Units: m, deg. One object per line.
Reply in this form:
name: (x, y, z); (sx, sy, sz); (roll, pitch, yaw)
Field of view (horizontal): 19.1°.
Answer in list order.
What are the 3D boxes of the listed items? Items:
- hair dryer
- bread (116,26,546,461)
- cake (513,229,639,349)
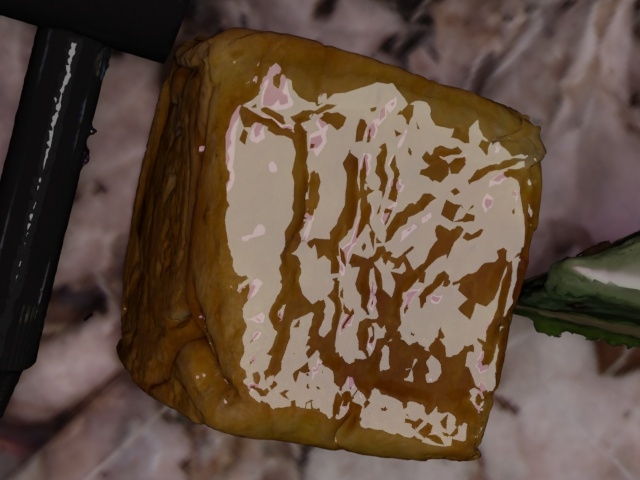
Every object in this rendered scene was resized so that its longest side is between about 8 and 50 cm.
hair dryer: (-0.130, -0.041, 0.794); (0.114, 0.070, 0.248); (15, 106, -6)
bread: (0.000, 0.000, 0.774); (0.143, 0.149, 0.158); (7, 91, -12)
cake: (0.221, -0.023, 0.789); (0.284, 0.158, 0.172); (9, 78, -3)
